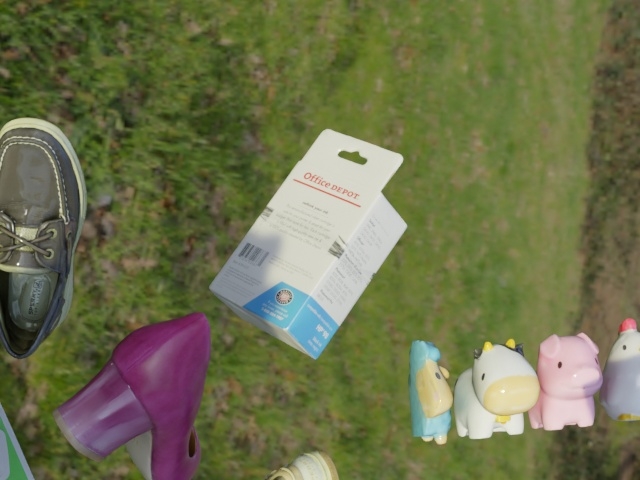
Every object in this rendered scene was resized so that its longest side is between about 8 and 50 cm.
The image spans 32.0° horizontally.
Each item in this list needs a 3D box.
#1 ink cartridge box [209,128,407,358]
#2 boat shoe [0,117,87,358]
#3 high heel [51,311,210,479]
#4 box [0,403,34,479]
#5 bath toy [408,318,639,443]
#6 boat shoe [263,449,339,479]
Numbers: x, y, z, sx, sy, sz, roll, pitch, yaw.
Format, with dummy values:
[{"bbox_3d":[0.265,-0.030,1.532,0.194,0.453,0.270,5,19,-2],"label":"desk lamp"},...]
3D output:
[{"bbox_3d":[0.000,0.000,0.970,0.180,0.104,0.060,-54,138,-12],"label":"ink cartridge box"},{"bbox_3d":[-0.244,0.006,0.948,0.073,0.080,0.224,-91,-170,-54],"label":"boat shoe"},{"bbox_3d":[-0.101,0.116,0.816,0.117,0.082,0.244,-37,156,-2],"label":"high heel"},{"bbox_3d":[-0.360,0.345,1.185,0.126,0.262,0.231,-12,126,-27],"label":"box"},{"bbox_3d":[0.277,0.167,1.357,0.348,0.151,0.129,-3,83,-17],"label":"bath toy"},{"bbox_3d":[-0.040,0.214,0.875,0.048,0.056,0.153,-6,150,-39],"label":"boat shoe"}]
